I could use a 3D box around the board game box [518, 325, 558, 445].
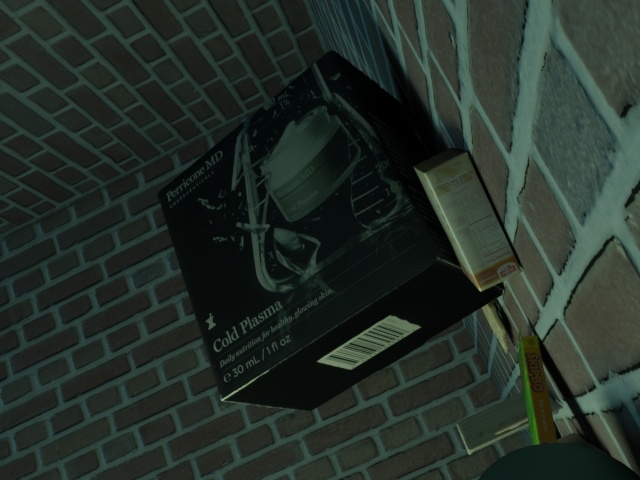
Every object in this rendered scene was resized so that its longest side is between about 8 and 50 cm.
[{"bbox_3d":[0.349,0.275,1.195,0.124,0.039,0.259,69,-165,-57],"label":"board game box"}]

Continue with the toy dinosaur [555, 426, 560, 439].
[{"bbox_3d":[0.466,0.386,1.606,0.268,0.064,0.118,64,170,-14],"label":"toy dinosaur"}]

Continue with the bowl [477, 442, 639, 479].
[{"bbox_3d":[0.286,0.365,0.871,0.311,0.311,0.163,63,-156,-13],"label":"bowl"}]

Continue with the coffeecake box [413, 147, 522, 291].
[{"bbox_3d":[0.210,-0.035,1.084,0.185,0.068,0.142,64,-175,-8],"label":"coffeecake box"}]

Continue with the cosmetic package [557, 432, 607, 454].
[{"bbox_3d":[0.417,0.369,1.164,0.099,0.060,0.239,64,-176,10],"label":"cosmetic package"}]

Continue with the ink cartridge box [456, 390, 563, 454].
[{"bbox_3d":[0.360,0.353,1.411,0.066,0.189,0.232,64,-176,0],"label":"ink cartridge box"}]

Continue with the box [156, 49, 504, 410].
[{"bbox_3d":[0.000,0.000,1.418,0.297,0.480,0.472,25,-144,-52],"label":"box"}]

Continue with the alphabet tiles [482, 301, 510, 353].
[{"bbox_3d":[0.350,0.101,1.627,0.284,0.021,0.278,57,-169,-60],"label":"alphabet tiles"}]
